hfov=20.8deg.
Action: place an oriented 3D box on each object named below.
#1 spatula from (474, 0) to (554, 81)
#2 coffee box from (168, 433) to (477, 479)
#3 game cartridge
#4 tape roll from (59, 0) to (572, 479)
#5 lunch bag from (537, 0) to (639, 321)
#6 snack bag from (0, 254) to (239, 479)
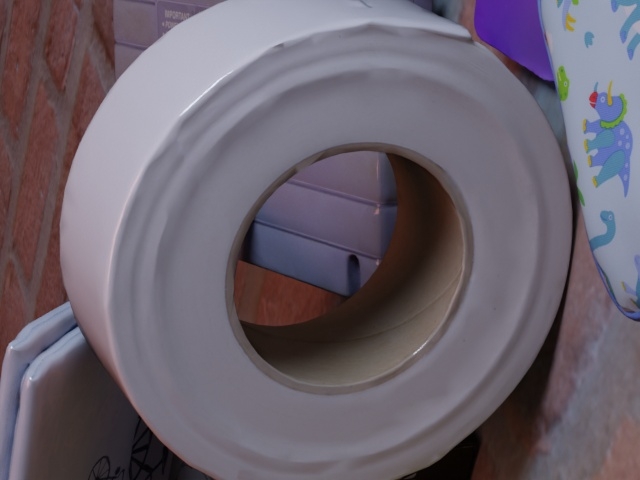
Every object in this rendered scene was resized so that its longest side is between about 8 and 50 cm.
[{"bbox_3d":[0.087,-0.190,1.089,0.296,0.030,0.084,-127,41,-52],"label":"spatula"},{"bbox_3d":[-0.019,0.227,1.198,0.119,0.168,0.297,-124,39,-51],"label":"coffee box"},{"bbox_3d":[-0.043,-0.098,1.277,0.355,0.068,0.230,18,109,52],"label":"game cartridge"},{"bbox_3d":[0.000,0.000,0.994,0.100,0.286,0.286,-139,51,-60],"label":"tape roll"},{"bbox_3d":[0.186,-0.079,0.801,0.176,0.090,0.219,136,127,-61],"label":"lunch bag"},{"bbox_3d":[-0.136,0.160,1.166,0.342,0.037,0.323,-39,-37,-64],"label":"snack bag"}]
